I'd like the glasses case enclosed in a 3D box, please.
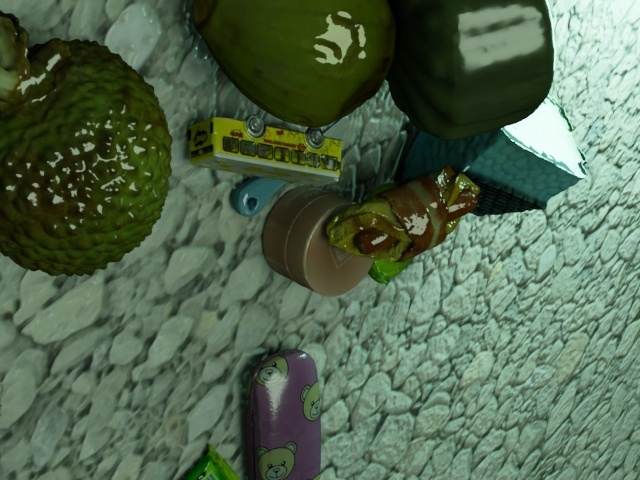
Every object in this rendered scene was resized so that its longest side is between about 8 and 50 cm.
[{"bbox_3d":[-0.059,0.322,1.824,0.123,0.076,0.316,-18,118,-36],"label":"glasses case"}]

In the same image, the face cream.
[{"bbox_3d":[0.000,0.000,1.729,0.149,0.104,0.149,-17,118,-36],"label":"face cream"}]

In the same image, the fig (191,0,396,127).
[{"bbox_3d":[-0.039,-0.273,1.509,0.271,0.239,0.239,9,102,-18],"label":"fig"}]

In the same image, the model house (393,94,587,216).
[{"bbox_3d":[0.263,-0.147,1.880,0.261,0.226,0.241,20,130,-41],"label":"model house"}]

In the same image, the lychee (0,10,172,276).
[{"bbox_3d":[-0.300,-0.103,1.321,0.270,0.270,0.320,-26,156,-32],"label":"lychee"}]

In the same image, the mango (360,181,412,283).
[{"bbox_3d":[0.105,-0.013,1.821,0.119,0.100,0.178,-21,133,-30],"label":"mango"}]

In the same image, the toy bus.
[{"bbox_3d":[-0.073,-0.129,1.610,0.226,0.081,0.074,8,77,-39],"label":"toy bus"}]

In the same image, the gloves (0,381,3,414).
[{"bbox_3d":[-0.458,0.229,1.433,0.153,0.070,0.114,-55,133,-13],"label":"gloves"}]

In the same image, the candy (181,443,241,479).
[{"bbox_3d":[-0.203,0.410,1.762,0.178,0.032,0.102,-46,135,-20],"label":"candy"}]

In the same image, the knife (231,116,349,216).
[{"bbox_3d":[-0.037,-0.109,1.712,0.244,0.032,0.058,-36,123,-31],"label":"knife"}]

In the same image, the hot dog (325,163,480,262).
[{"bbox_3d":[0.135,-0.027,1.673,0.261,0.093,0.123,-24,144,-15],"label":"hot dog"}]

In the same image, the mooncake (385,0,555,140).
[{"bbox_3d":[0.178,-0.305,1.589,0.187,0.351,0.351,-18,120,-12],"label":"mooncake"}]
